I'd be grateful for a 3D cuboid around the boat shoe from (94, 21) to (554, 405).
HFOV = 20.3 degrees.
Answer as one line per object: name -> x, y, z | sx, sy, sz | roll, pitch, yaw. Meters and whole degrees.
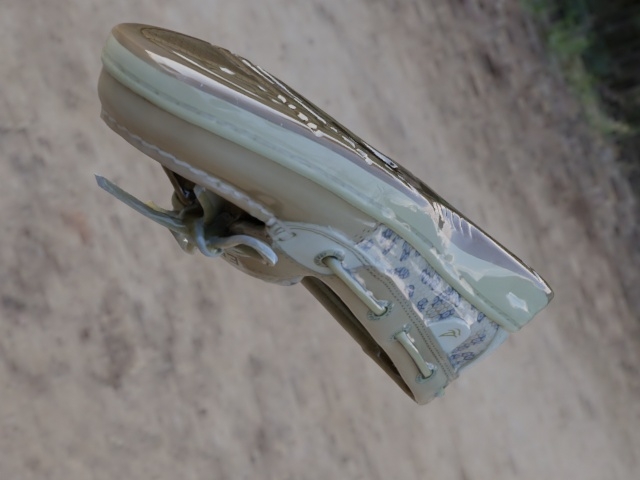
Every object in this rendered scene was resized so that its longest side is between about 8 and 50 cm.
boat shoe -> 0.000, 0.000, 0.766 | 0.285, 0.089, 0.104 | 32, 8, -45
